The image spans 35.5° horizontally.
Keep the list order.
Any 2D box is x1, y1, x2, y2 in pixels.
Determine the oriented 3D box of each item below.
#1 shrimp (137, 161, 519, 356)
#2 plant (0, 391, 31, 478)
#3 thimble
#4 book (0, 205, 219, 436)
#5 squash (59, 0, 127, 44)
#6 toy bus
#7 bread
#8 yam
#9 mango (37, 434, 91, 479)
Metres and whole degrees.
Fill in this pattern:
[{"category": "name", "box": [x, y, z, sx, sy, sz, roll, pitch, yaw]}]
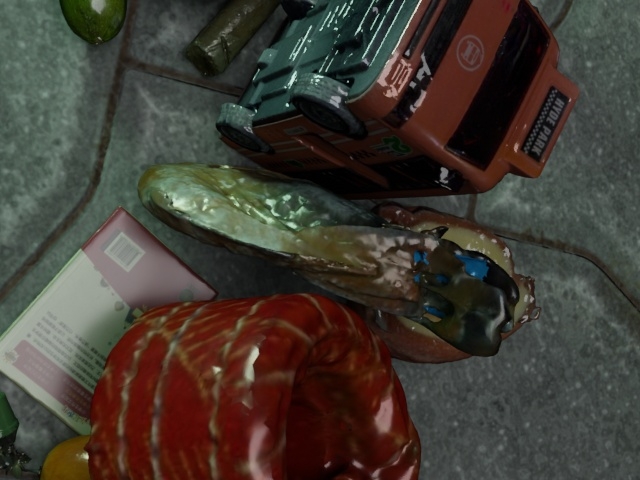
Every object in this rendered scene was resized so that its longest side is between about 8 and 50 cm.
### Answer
[{"category": "shrimp", "box": [0.000, 0.000, 1.082, 0.446, 0.221, 0.109, 21, 104, 16]}, {"category": "plant", "box": [-0.355, 0.221, 1.107, 0.051, 0.051, 0.102, -20, 103, -20]}, {"category": "thimble", "box": [-0.058, 0.226, 1.040, 0.350, 0.231, 0.350, 26, 59, -54]}, {"category": "book", "box": [-0.249, 0.098, 1.160, 0.162, 0.022, 0.232, 43, 76, -14]}, {"category": "squash", "box": [-0.259, -0.384, 1.123, 0.087, 0.087, 0.331, -2, 93, -21]}, {"category": "toy bus", "box": [0.059, -0.157, 1.065, 0.233, 0.427, 0.203, 31, 79, -21]}, {"category": "bread", "box": [0.146, 0.064, 1.256, 0.244, 0.123, 0.190, 15, 86, -20]}, {"category": "yam", "box": [-0.103, -0.257, 1.201, 0.054, 0.054, 0.132, 43, 75, -15]}, {"category": "mango", "box": [-0.200, 0.308, 1.125, 0.138, 0.113, 0.253, -43, 109, 13]}]
